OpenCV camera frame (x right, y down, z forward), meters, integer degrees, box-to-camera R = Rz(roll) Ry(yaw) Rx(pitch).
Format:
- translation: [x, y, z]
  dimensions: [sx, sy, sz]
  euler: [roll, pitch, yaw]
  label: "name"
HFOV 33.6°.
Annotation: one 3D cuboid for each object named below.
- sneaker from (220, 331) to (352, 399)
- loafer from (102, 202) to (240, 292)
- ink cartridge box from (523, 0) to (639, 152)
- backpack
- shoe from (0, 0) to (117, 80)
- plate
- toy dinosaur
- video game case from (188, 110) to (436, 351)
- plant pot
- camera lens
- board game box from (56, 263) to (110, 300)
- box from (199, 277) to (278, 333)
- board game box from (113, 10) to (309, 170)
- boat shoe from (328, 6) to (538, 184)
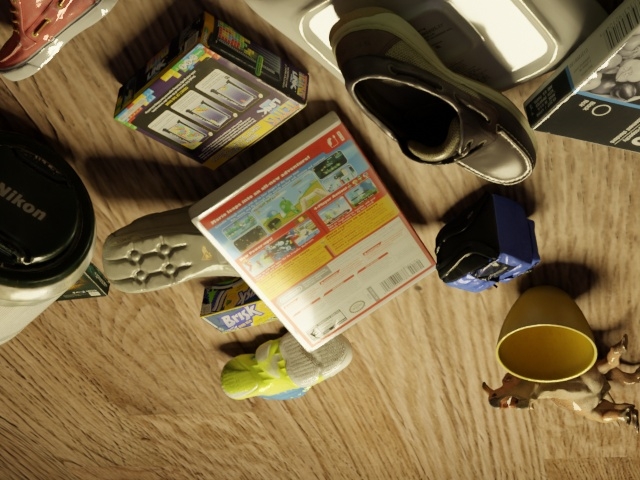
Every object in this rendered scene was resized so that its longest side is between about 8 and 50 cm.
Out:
- translation: [-0.036, 0.198, 1.675]
  dimensions: [0.240, 0.091, 0.126]
  euler: [-15, 160, 28]
  label: "sneaker"
- translation: [-0.116, -0.007, 1.341]
  dimensions: [0.319, 0.111, 0.112]
  euler: [-6, 114, -4]
  label: "loafer"
- translation: [0.343, -0.161, 1.042]
  dimensions: [0.208, 0.045, 0.206]
  euler: [6, 150, -24]
  label: "ink cartridge box"
- translation: [0.206, 0.015, 1.321]
  dimensions: [0.101, 0.098, 0.120]
  euler: [22, 143, -30]
  label: "backpack"
- translation: [-0.284, -0.229, 1.052]
  dimensions: [0.178, 0.063, 0.081]
  euler: [-27, 134, 32]
  label: "shoe"
- translation: [0.107, -0.210, 1.035]
  dimensions: [0.277, 0.045, 0.278]
  euler: [-22, 139, 35]
  label: "plate"
- translation: [0.373, 0.214, 1.596]
  dimensions: [0.200, 0.127, 0.295]
  euler: [0, 165, 28]
  label: "toy dinosaur"
- translation: [0.000, 0.000, 1.280]
  dimensions: [0.204, 0.025, 0.285]
  euler: [-34, 131, 4]
  label: "video game case"
- translation: [0.310, 0.119, 1.459]
  dimensions: [0.134, 0.095, 0.134]
  euler: [6, 140, 5]
  label: "plant pot"
- translation: [-0.418, 0.010, 1.294]
  dimensions: [0.219, 0.219, 0.274]
  euler: [25, 143, -27]
  label: "camera lens"
- translation: [-0.417, 0.049, 1.534]
  dimensions: [0.186, 0.026, 0.126]
  euler: [-6, 145, 18]
  label: "board game box"
- translation: [-0.088, 0.082, 1.510]
  dimensions: [0.169, 0.054, 0.059]
  euler: [-16, 141, 31]
  label: "box"
- translation: [-0.119, -0.157, 1.149]
  dimensions: [0.141, 0.048, 0.170]
  euler: [26, 142, -32]
  label: "board game box"
- translation: [0.115, -0.118, 1.048]
  dimensions: [0.103, 0.092, 0.285]
  euler: [-23, 139, 35]
  label: "boat shoe"
